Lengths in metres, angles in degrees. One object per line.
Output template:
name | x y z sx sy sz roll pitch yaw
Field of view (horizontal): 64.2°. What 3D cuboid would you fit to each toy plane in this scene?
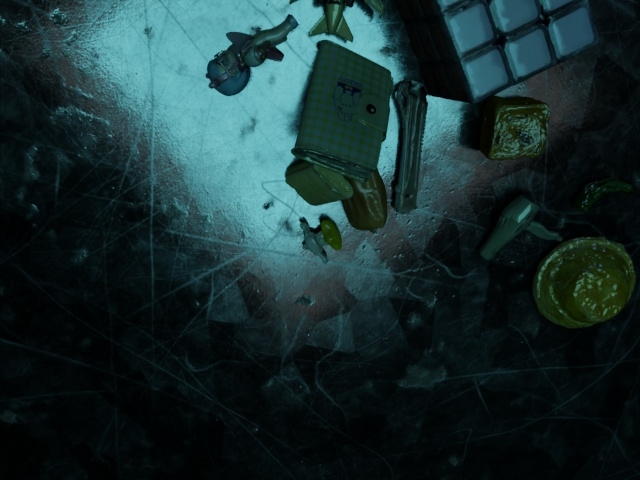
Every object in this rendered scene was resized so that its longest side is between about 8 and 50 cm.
toy plane | 0.042 -0.602 1.200 0.229 0.092 0.244 10 112 6

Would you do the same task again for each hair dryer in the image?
hair dryer | 0.567 -0.009 1.480 0.219 0.088 0.225 -37 124 15

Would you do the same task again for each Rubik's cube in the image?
Rubik's cube | 0.376 -0.514 1.148 0.301 0.305 0.303 -25 111 4

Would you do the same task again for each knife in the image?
knife | 0.235 -0.245 1.371 0.089 0.043 0.365 -1 112 -5

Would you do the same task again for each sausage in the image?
sausage | 0.109 -0.132 1.354 0.120 0.136 0.241 -21 115 -5

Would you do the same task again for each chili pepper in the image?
chili pepper | 0.809 -0.141 1.456 0.182 0.050 0.073 -18 103 -1

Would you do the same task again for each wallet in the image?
wallet | 0.064 -0.315 1.235 0.223 0.077 0.309 17 71 -11

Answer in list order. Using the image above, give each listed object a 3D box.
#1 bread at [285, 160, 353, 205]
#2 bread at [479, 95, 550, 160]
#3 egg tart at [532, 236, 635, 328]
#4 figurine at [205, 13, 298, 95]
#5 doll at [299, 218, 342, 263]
bread | -0.008 -0.147 1.310 0.139 0.178 0.060 44 69 -17
bread | 0.500 -0.292 1.324 0.149 0.143 0.158 3 109 0
egg tart | 0.800 0.139 1.513 0.319 0.128 0.318 -1 107 -4
figurine | -0.154 -0.434 1.209 0.260 0.205 0.103 -35 133 4
doll | 0.004 0.006 1.429 0.113 0.071 0.135 -4 115 5
